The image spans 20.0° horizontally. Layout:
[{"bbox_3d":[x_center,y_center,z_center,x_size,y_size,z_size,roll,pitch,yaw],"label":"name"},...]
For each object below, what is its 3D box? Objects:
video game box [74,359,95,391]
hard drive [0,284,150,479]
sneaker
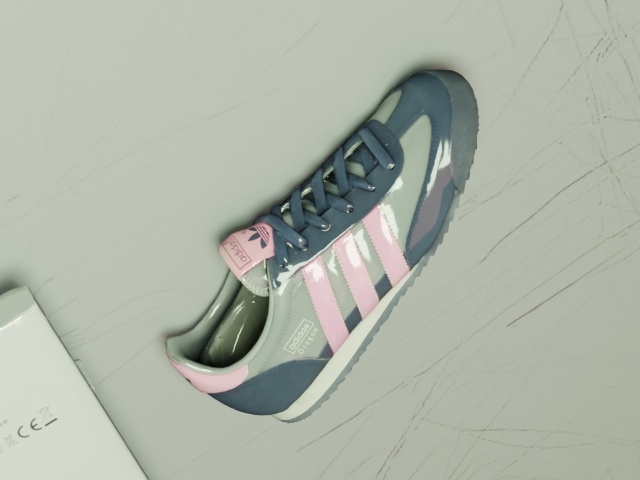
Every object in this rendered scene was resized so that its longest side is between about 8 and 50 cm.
[{"bbox_3d":[-0.279,0.194,1.412,0.187,0.048,0.205,-4,122,-26],"label":"video game box"},{"bbox_3d":[-0.240,0.198,1.376,0.203,0.040,0.307,-30,129,-6],"label":"hard drive"},{"bbox_3d":[0.000,0.000,1.383,0.131,0.112,0.319,18,110,-36],"label":"sneaker"}]
